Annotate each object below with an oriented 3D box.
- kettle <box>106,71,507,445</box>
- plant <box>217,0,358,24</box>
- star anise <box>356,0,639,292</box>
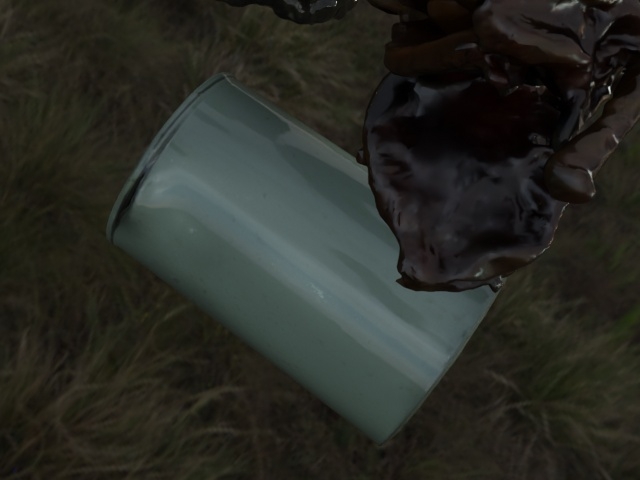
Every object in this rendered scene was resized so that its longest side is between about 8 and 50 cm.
[{"bbox_3d":[0.002,-0.005,1.018,0.318,0.205,0.265,34,59,5],"label":"kettle"},{"bbox_3d":[-0.022,-0.320,0.994,0.178,0.234,0.204,19,25,5],"label":"plant"},{"bbox_3d":[0.073,-0.087,0.427,0.125,0.190,0.220,5,73,-15],"label":"star anise"}]
